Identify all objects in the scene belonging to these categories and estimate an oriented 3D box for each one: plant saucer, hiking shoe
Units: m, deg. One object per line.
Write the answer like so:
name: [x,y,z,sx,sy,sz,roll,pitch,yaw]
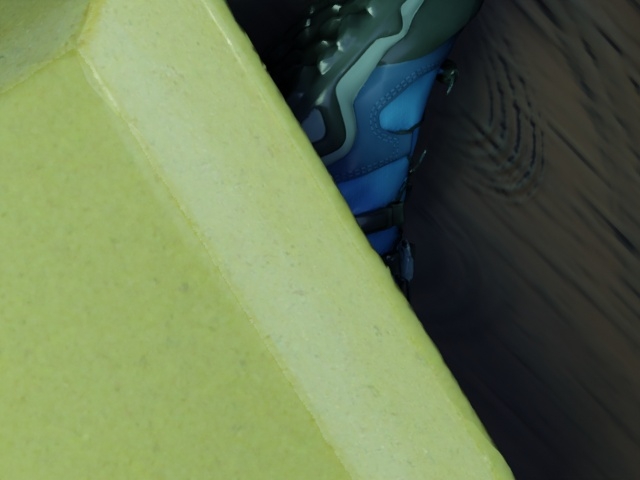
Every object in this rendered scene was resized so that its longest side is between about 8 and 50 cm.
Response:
plant saucer: [-0.124,0.083,0.726,0.333,0.081,0.333,-37,104,-21]
hiking shoe: [0.000,0.000,0.866,0.132,0.113,0.304,31,99,-17]
